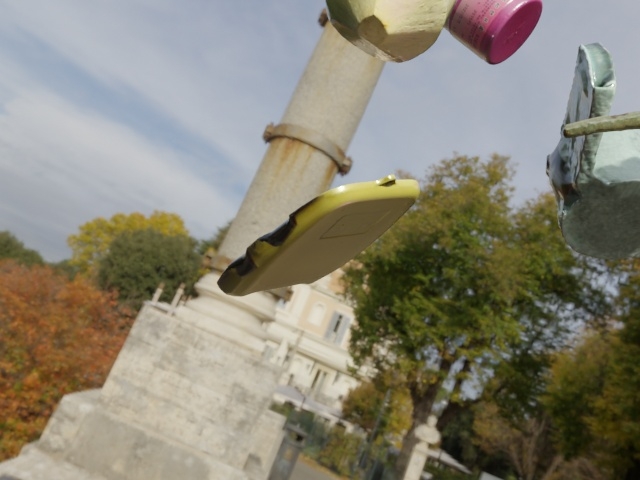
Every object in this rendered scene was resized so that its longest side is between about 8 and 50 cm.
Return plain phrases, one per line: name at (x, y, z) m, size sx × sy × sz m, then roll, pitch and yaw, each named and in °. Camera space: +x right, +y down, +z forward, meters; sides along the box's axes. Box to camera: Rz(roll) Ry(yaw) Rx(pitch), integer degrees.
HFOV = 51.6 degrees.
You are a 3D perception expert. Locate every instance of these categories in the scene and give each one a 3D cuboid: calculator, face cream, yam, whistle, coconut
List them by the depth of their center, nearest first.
calculator at (0.000, 0.000, 0.672) m, size 0.157 × 0.033 × 0.236 m, roll -7°, pitch -23°, yaw -41°
yam at (0.400, -0.146, 0.764) m, size 0.234 × 0.027 × 0.029 m, roll -11°, pitch -26°, yaw 9°
whistle at (0.463, -0.131, 1.122) m, size 0.188 × 0.168 × 0.405 m, roll -23°, pitch -53°, yaw 29°
coconut at (0.130, -0.458, 1.226) m, size 0.259 × 0.259 × 0.259 m, roll 22°, pitch -14°, yaw 5°
face cream at (0.372, -0.523, 1.501) m, size 0.195 × 0.175 × 0.175 m, roll 47°, pitch -5°, yaw 21°
